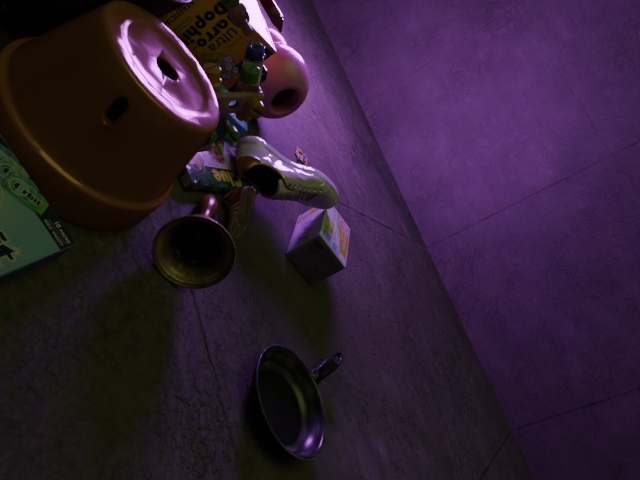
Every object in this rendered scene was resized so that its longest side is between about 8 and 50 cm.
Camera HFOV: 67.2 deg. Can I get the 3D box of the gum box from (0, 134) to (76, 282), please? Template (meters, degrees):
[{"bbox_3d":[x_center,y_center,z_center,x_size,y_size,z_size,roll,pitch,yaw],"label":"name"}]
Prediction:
[{"bbox_3d":[-0.372,-0.026,0.497,0.157,0.041,0.184,58,20,-7],"label":"gum box"}]

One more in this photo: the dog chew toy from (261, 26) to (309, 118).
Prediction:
[{"bbox_3d":[-0.167,-0.509,1.377,0.206,0.206,0.332,22,35,-59],"label":"dog chew toy"}]

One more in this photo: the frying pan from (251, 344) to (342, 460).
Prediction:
[{"bbox_3d":[-0.046,0.250,0.883,0.197,0.053,0.326,55,20,-15],"label":"frying pan"}]

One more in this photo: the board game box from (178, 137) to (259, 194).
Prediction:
[{"bbox_3d":[-0.225,-0.163,1.026,0.136,0.030,0.259,66,22,7],"label":"board game box"}]

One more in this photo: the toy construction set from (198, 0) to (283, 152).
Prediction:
[{"bbox_3d":[-0.172,-0.298,0.898,0.257,0.309,0.237,15,38,-42],"label":"toy construction set"}]

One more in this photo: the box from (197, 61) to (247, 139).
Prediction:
[{"bbox_3d":[-0.270,-0.337,1.096,0.244,0.060,0.101,39,30,-45],"label":"box"}]

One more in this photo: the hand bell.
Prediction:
[{"bbox_3d":[-0.206,-0.033,0.840,0.126,0.126,0.242,51,11,-25],"label":"hand bell"}]

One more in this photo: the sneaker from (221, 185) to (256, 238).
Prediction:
[{"bbox_3d":[-0.179,-0.057,0.992,0.042,0.067,0.118,41,58,-46],"label":"sneaker"}]

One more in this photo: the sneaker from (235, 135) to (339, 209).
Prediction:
[{"bbox_3d":[-0.076,-0.120,1.124,0.290,0.106,0.123,25,44,-30],"label":"sneaker"}]

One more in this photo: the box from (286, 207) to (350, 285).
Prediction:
[{"bbox_3d":[0.000,0.000,1.228,0.114,0.103,0.203,52,23,-21],"label":"box"}]

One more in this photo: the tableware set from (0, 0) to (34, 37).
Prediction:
[{"bbox_3d":[-0.463,-0.370,0.751,0.169,0.020,0.141,47,30,-40],"label":"tableware set"}]

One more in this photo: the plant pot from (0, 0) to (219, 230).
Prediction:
[{"bbox_3d":[-0.285,-0.188,0.678,0.291,0.203,0.291,47,26,-31],"label":"plant pot"}]

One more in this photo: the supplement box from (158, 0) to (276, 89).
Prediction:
[{"bbox_3d":[-0.297,-0.538,1.101,0.356,0.194,0.195,25,40,-56],"label":"supplement box"}]

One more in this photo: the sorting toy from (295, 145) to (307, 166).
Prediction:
[{"bbox_3d":[-0.060,-0.266,1.554,0.062,0.012,0.083,50,23,-27],"label":"sorting toy"}]

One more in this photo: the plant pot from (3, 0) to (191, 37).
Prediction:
[{"bbox_3d":[-0.344,-0.390,0.706,0.215,0.230,0.215,49,28,-38],"label":"plant pot"}]
